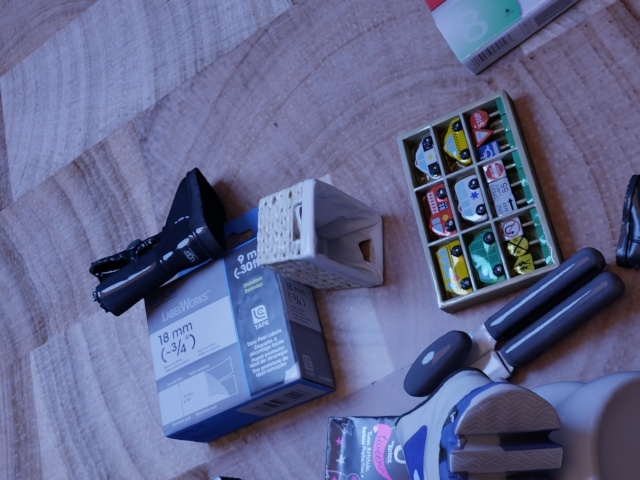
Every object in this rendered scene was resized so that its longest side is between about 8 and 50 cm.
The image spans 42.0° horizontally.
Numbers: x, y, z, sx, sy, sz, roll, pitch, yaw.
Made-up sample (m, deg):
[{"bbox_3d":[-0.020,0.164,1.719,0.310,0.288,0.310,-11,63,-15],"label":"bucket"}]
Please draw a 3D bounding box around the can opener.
[{"bbox_3d":[0.223,0.112,0.998,0.283,0.095,0.076,-42,58,22],"label":"can opener"}]

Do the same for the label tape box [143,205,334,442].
[{"bbox_3d":[-0.136,0.099,1.232,0.240,0.106,0.333,-27,61,22],"label":"label tape box"}]

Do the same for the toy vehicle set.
[{"bbox_3d":[0.208,-0.053,1.106,0.166,0.035,0.267,-23,62,24],"label":"toy vehicle set"}]

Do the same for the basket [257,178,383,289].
[{"bbox_3d":[0.000,0.000,1.146,0.103,0.167,0.113,-14,65,35],"label":"basket"}]

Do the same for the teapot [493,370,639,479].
[{"bbox_3d":[0.305,0.269,0.839,0.187,0.252,0.256,127,160,-52],"label":"teapot"}]

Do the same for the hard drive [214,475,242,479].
[{"bbox_3d":[-0.090,0.508,1.082,0.339,0.064,0.237,39,96,35],"label":"hard drive"}]

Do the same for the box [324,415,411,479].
[{"bbox_3d":[0.100,0.336,0.958,0.142,0.163,0.247,-6,69,29],"label":"box"}]

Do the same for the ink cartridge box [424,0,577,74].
[{"bbox_3d":[0.236,-0.372,1.194,0.181,0.056,0.224,-35,59,17],"label":"ink cartridge box"}]

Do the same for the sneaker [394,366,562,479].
[{"bbox_3d":[0.144,0.262,0.818,0.127,0.182,0.315,5,101,-8],"label":"sneaker"}]

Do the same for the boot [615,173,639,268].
[{"bbox_3d":[0.401,-0.015,0.962,0.099,0.045,0.121,7,84,37],"label":"boot"}]

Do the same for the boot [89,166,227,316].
[{"bbox_3d":[-0.251,-0.002,1.276,0.207,0.094,0.246,-29,28,6],"label":"boot"}]
